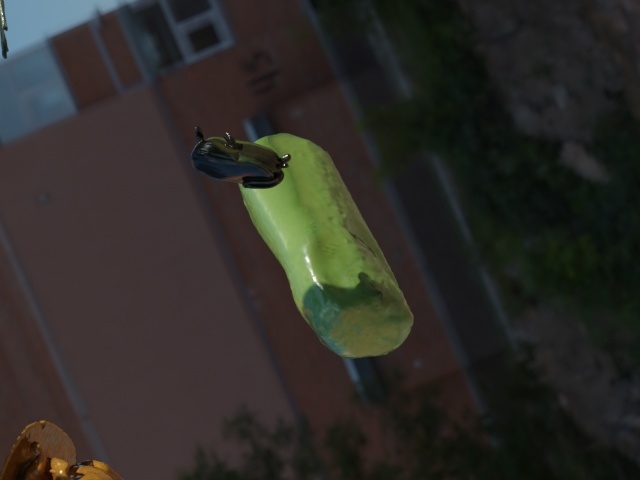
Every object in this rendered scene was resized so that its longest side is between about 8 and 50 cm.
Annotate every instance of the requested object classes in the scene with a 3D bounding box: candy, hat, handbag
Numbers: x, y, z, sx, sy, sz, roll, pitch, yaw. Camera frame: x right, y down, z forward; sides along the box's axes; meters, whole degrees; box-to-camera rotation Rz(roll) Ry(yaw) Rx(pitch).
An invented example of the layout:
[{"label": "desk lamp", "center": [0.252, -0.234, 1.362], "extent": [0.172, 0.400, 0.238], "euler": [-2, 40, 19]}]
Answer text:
[{"label": "candy", "center": [0.000, 0.000, 2.284], "extent": [0.343, 0.132, 0.142], "euler": [-119, 15, -45]}, {"label": "hat", "center": [-0.292, 0.381, 2.472], "extent": [0.233, 0.233, 0.244], "euler": [-37, -39, -59]}, {"label": "handbag", "center": [-0.088, -0.086, 2.026], "extent": [0.072, 0.111, 0.047], "euler": [80, -154, -63]}]

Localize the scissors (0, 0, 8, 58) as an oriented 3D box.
[{"label": "scissors", "center": [-0.323, -0.308, 1.814], "extent": [0.144, 0.017, 0.247], "euler": [123, 139, -74]}]
